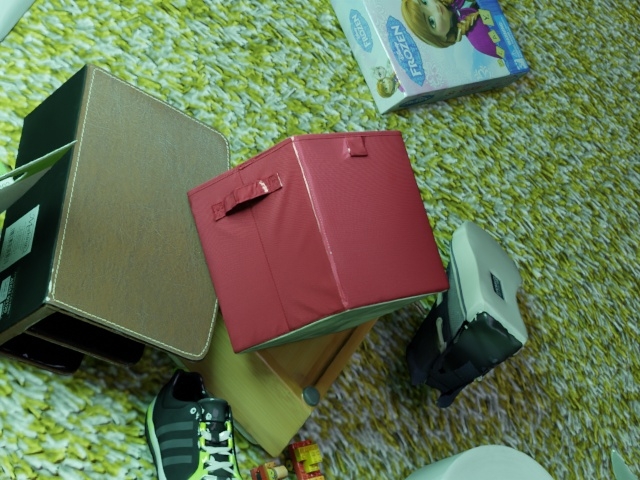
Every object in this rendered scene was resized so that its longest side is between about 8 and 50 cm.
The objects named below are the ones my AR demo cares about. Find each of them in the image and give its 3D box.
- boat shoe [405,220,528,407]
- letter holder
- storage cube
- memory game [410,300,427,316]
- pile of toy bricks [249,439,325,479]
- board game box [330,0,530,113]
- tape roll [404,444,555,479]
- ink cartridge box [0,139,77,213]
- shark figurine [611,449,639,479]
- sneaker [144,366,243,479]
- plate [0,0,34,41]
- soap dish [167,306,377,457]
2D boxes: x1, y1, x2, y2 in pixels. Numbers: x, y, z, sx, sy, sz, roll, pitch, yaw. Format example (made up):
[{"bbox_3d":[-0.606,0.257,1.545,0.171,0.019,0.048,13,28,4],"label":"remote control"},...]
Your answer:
[{"bbox_3d":[0.188,0.096,1.809,0.127,0.158,0.340,43,19,-10],"label":"boat shoe"},{"bbox_3d":[-0.229,-0.005,1.471,0.214,0.152,0.302,24,54,-32],"label":"letter holder"},{"bbox_3d":[0.000,0.000,1.454,0.215,0.183,0.193,-6,76,-49],"label":"storage cube"},{"bbox_3d":[0.084,0.026,1.738,0.186,0.012,0.186,54,3,-5],"label":"memory game"},{"bbox_3d":[0.006,0.334,1.525,0.118,0.105,0.212,-6,73,-42],"label":"pile of toy bricks"},{"bbox_3d":[0.151,-0.372,2.041,0.318,0.066,0.319,-18,81,-44],"label":"board game box"},{"bbox_3d":[0.215,0.409,1.671,0.286,0.100,0.286,19,57,-32],"label":"tape roll"},{"bbox_3d":[-0.383,-0.051,1.285,0.189,0.255,0.097,-33,91,-45],"label":"ink cartridge box"},{"bbox_3d":[0.403,0.389,1.824,0.116,0.278,0.166,26,78,19],"label":"shark figurine"},{"bbox_3d":[-0.131,0.215,1.404,0.084,0.097,0.235,12,22,-34],"label":"sneaker"},{"bbox_3d":[-0.429,-0.405,1.578,0.278,0.045,0.277,43,47,-16],"label":"plate"},{"bbox_3d":[-0.048,0.085,1.600,0.229,0.118,0.291,49,45,-10],"label":"soap dish"}]
